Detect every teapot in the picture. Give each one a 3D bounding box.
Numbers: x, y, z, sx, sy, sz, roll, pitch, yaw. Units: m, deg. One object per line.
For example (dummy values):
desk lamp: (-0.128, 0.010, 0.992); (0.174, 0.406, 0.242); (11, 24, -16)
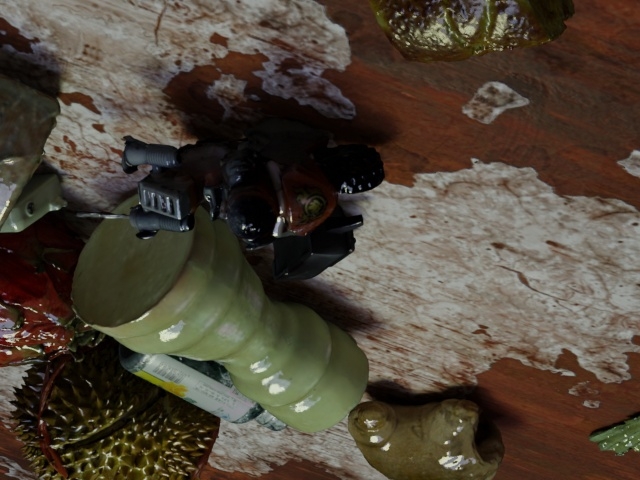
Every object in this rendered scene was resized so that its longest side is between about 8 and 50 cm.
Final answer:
teapot: (0.000, 0.000, 1.932); (0.096, 0.087, 0.177); (4, 158, -27)

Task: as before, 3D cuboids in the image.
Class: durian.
durian: (-0.344, 0.305, 2.411); (0.347, 0.347, 0.384); (29, 180, -22)

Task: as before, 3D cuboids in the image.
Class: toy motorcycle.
toy motorcycle: (-0.133, -0.067, 1.757); (0.401, 0.207, 0.134); (7, 121, 24)

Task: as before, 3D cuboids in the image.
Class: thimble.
thimble: (-0.436, -0.109, 1.832); (0.148, 0.196, 0.229); (25, 151, -13)

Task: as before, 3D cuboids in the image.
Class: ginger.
ginger: (0.163, 0.320, 2.356); (0.221, 0.130, 0.275); (37, 140, -18)

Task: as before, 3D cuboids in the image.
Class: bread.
bread: (0.146, -0.236, 1.415); (0.172, 0.103, 0.132); (-3, 139, 37)

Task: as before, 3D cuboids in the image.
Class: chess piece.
chess piece: (-0.125, 0.117, 2.073); (0.234, 0.234, 0.442); (-9, 147, 38)

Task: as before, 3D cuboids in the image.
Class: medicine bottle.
medicine bottle: (-0.165, 0.199, 2.291); (0.293, 0.141, 0.141); (30, 148, -24)

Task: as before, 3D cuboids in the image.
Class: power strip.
power strip: (-0.489, -0.051, 2.041); (0.270, 0.118, 0.046); (0, 115, 28)

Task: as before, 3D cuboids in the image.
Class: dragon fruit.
dragon fruit: (-0.436, 0.066, 2.088); (0.299, 0.244, 0.244); (15, 152, 21)

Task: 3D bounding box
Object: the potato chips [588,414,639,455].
potato chips: (0.506, 0.302, 2.247); (0.092, 0.028, 0.207); (28, 147, -17)
